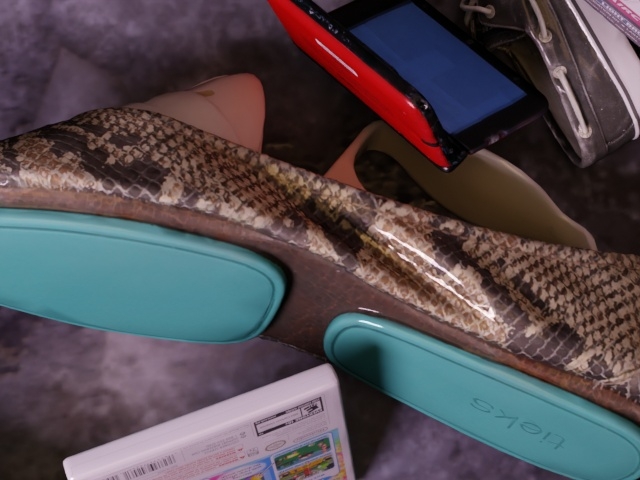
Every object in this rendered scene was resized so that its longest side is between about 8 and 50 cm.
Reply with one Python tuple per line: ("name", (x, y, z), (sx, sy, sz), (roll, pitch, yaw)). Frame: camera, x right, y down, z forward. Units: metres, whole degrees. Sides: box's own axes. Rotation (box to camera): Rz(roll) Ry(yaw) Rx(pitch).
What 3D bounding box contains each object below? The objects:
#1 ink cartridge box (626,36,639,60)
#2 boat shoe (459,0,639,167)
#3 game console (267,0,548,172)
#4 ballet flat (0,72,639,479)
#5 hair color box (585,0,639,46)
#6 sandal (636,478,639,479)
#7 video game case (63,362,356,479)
("ink cartridge box", (0.265, -0.210, 1.042), (0.193, 0.088, 0.235), (-23, 86, -5))
("boat shoe", (0.127, -0.148, 1.030), (0.070, 0.078, 0.219), (-34, 89, -8))
("game console", (0.051, -0.117, 0.978), (0.085, 0.124, 0.144), (-45, 62, -4))
("ballet flat", (0.000, 0.000, 0.985), (0.482, 0.164, 0.182), (17, 61, -8))
("hair color box", (0.180, -0.194, 0.818), (0.174, 0.347, 0.105), (41, 89, 5))
("sandal", (0.206, 0.177, 1.013), (0.219, 0.090, 0.060), (-24, 109, -13))
("video game case", (-0.059, 0.135, 0.960), (0.157, 0.143, 0.019), (-20, 59, -6))
